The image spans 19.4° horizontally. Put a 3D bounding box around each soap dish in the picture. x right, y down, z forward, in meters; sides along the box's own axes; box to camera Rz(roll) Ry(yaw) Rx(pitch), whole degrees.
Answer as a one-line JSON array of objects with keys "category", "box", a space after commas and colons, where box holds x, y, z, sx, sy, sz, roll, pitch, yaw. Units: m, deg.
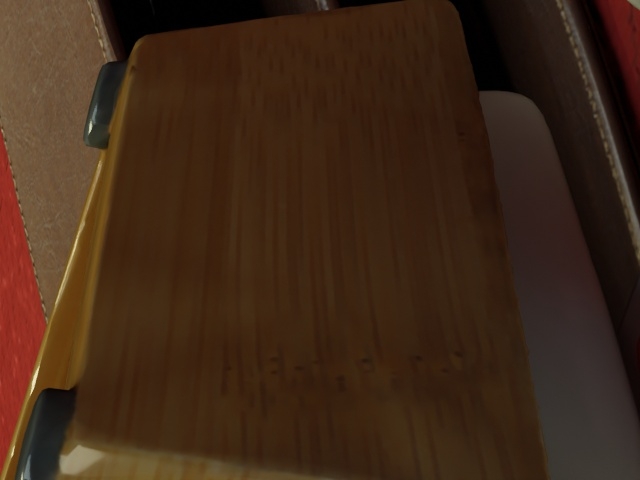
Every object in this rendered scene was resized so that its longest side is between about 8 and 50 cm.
[{"category": "soap dish", "box": [-0.033, 0.103, 0.460, 0.229, 0.118, 0.291, -92, 20, -61]}]

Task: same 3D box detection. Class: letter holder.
[{"category": "letter holder", "box": [0.000, 0.000, 0.677, 0.214, 0.152, 0.302, -40, 62, 60]}]

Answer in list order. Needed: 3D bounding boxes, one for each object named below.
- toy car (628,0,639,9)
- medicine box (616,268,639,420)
[{"category": "toy car", "box": [0.071, -0.148, 0.484, 0.182, 0.136, 0.159, 57, 146, 42]}, {"category": "medicine box", "box": [0.140, 0.096, 0.303, 0.263, 0.149, 0.289, -93, 11, -51]}]
